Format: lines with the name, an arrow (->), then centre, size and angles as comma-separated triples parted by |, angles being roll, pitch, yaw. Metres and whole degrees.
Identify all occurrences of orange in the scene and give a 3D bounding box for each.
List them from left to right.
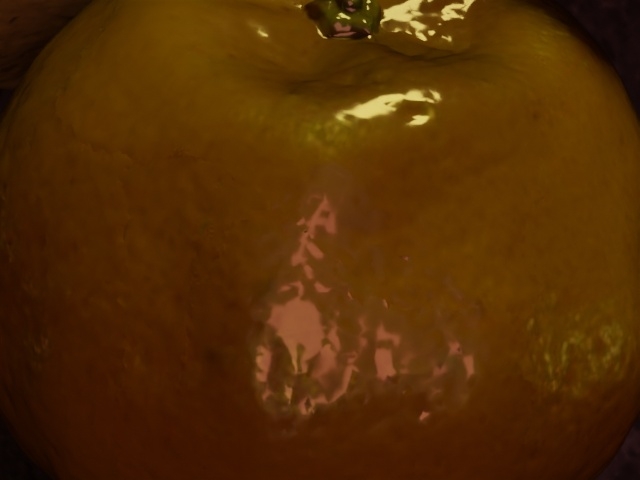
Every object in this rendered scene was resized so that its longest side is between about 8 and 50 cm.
orange -> 0.000, 0.000, 0.568 | 0.279, 0.279, 0.235 | -4, 120, -5

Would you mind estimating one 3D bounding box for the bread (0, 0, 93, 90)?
bread -> -0.255, -0.226, 0.578 | 0.233, 0.245, 0.361 | -23, 80, 3
